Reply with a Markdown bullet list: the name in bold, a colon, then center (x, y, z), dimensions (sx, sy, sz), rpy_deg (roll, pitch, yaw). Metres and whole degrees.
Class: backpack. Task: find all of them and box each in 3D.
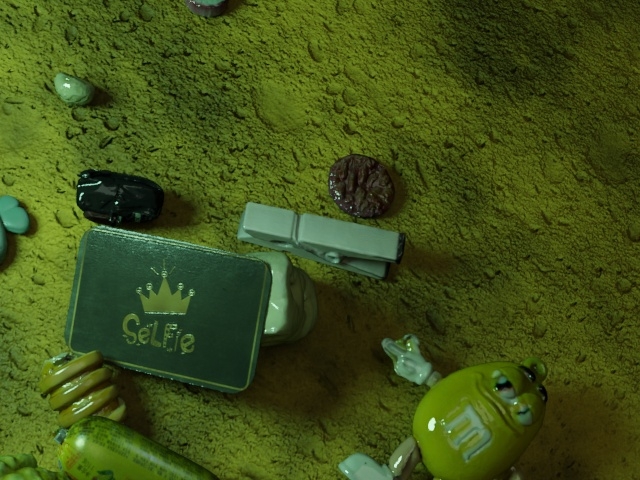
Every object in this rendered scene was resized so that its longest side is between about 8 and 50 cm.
- **backpack**: center (-0.385, -0.077, 1.559), dimensions (0.165, 0.120, 0.105), rpy_deg (12, 89, -12)

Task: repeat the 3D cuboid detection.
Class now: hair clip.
- **hair clip**: center (0.000, -0.004, 1.657), dimensions (0.331, 0.101, 0.085), rpy_deg (15, 71, -9)

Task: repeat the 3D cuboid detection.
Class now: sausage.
- **sausage**: center (-0.296, 0.399, 1.370), dimensions (0.347, 0.123, 0.123), rpy_deg (34, 64, -22)

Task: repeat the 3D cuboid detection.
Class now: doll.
- **doll**: center (0.239, 0.371, 1.559), dimensions (0.348, 0.161, 0.423), rpy_deg (21, 71, -3)

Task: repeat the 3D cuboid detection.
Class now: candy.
- **candy**: center (-0.252, -0.544, 1.805), dimensions (0.103, 0.043, 0.103), rpy_deg (6, 69, -15)

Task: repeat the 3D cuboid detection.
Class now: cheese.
- **cheese**: center (-0.132, 0.118, 1.549), dimensions (0.248, 0.251, 0.173), rpy_deg (-4, 83, 20)

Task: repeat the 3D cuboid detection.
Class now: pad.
- **pad**: center (-0.289, 0.152, 1.423), dimensions (0.375, 0.063, 0.315), rpy_deg (10, 93, 14)

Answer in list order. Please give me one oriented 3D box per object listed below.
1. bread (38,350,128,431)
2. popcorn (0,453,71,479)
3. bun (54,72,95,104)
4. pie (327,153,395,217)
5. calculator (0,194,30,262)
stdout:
- **bread**: center (-0.412, 0.273, 1.426), dimensions (0.119, 0.084, 0.177), rpy_deg (-29, 89, -8)
- **popcorn**: center (-0.484, 0.496, 1.225), dimensions (0.279, 0.274, 0.335), rpy_deg (-15, 77, 7)
- **bun**: center (-0.493, -0.298, 1.628), dimensions (0.086, 0.086, 0.055), rpy_deg (25, 97, -7)
- **pie**: center (0.088, -0.119, 1.755), dimensions (0.154, 0.036, 0.154), rpy_deg (6, 70, -16)
- **calculator**: center (-0.682, -0.007, 1.481), dimensions (0.299, 0.041, 0.185), rpy_deg (-22, 78, -21)
